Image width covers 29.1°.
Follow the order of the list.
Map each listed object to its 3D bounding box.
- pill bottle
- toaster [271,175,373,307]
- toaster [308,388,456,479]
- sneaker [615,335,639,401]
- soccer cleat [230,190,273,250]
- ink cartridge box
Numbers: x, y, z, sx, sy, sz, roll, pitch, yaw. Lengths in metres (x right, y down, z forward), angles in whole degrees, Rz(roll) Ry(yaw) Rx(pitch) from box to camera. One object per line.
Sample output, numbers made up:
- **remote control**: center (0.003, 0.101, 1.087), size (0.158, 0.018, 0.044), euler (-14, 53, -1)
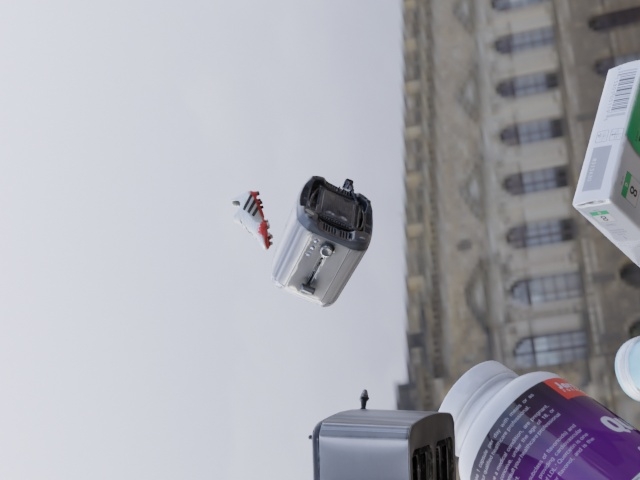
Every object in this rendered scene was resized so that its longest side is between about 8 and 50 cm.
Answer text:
- **pill bottle**: center (0.287, 0.272, 1.411), size (0.181, 0.323, 0.181), euler (-27, -46, -31)
- **toaster**: center (0.000, 0.000, 1.942), size (0.227, 0.129, 0.146), euler (-83, 19, -63)
- **toaster**: center (0.064, 0.247, 1.241), size (0.168, 0.110, 0.185), euler (9, -101, -68)
- **sneaker**: center (0.602, 0.158, 1.737), size (0.208, 0.319, 0.127), euler (137, 120, -72)
- **soccer cleat**: center (-0.074, -0.019, 1.319), size (0.029, 0.036, 0.083), euler (78, 175, -52)
- **ink cartridge box**: center (0.377, -0.062, 1.366), size (0.225, 0.056, 0.181), euler (35, -118, -34)
